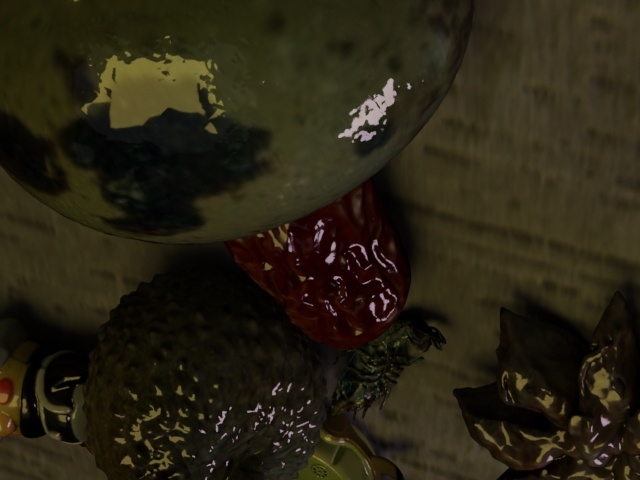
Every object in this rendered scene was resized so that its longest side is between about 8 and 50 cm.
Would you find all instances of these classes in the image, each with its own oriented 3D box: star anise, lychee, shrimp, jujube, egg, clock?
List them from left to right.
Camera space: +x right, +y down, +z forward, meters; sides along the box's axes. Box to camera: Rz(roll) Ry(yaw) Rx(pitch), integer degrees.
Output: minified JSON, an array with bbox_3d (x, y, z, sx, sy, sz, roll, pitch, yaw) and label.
[{"bbox_3d":[-0.124,0.161,1.630,0.274,0.255,0.255,47,145,38],"label":"lychee"},{"bbox_3d":[-0.087,-0.170,1.289,0.427,0.345,0.345,-6,125,12],"label":"egg"},{"bbox_3d":[-0.006,0.259,1.781,0.232,0.069,0.170,9,129,20],"label":"clock"},{"bbox_3d":[0.000,0.000,1.518,0.155,0.155,0.230,-14,125,34],"label":"jujube"},{"bbox_3d":[0.067,0.127,1.657,0.082,0.076,0.174,8,141,-36],"label":"shrimp"},{"bbox_3d":[0.280,0.190,1.551,0.331,0.117,0.332,13,125,19],"label":"star anise"}]

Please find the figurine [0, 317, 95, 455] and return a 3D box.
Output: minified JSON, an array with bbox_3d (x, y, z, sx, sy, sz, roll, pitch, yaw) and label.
[{"bbox_3d":[-0.310,0.181,1.833,0.236,0.133,0.176,12,142,11],"label":"figurine"}]
